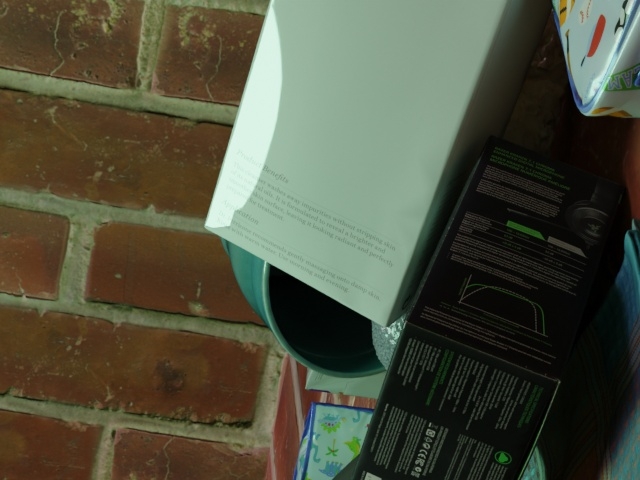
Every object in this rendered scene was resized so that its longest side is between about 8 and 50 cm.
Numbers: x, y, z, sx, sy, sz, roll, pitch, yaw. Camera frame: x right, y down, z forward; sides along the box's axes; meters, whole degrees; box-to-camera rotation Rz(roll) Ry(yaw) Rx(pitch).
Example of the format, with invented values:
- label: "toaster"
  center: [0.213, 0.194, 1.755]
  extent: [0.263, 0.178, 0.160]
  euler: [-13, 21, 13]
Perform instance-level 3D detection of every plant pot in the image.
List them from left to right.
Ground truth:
- label: "plant pot"
  center: [0.000, 0.000, 2.036]
  extent: [0.255, 0.271, 0.272]
  euler: [32, 115, 58]

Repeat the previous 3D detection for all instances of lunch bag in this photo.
- label: "lunch bag"
  center: [0.036, 0.298, 2.282]
  extent: [0.096, 0.128, 0.151]
  euler: [-99, 18, -66]
- label: "lunch bag"
  center: [0.263, -0.235, 1.204]
  extent: [0.243, 0.114, 0.303]
  euler: [-95, 16, -53]

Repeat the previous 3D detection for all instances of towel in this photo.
- label: "towel"
  center: [0.219, 0.195, 1.324]
  extent: [0.370, 0.040, 0.271]
  euler: [107, 170, -50]

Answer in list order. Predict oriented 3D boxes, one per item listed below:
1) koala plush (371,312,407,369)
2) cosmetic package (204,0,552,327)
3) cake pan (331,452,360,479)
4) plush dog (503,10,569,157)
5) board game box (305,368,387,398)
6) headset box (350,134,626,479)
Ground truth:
- label: "koala plush"
  center: [0.108, 0.064, 1.843]
  extent: [0.196, 0.203, 0.221]
  euler: [-101, 9, -71]
- label: "cosmetic package"
  center: [0.060, -0.145, 1.473]
  extent: [0.156, 0.217, 0.385]
  euler: [-34, -30, -57]
- label: "cake pan"
  center: [0.039, 0.315, 1.894]
  extent: [0.293, 0.054, 0.293]
  euler: [-45, 3, 3]
- label: "plush dog"
  center: [0.116, -0.111, 1.638]
  extent: [0.211, 0.225, 0.262]
  euler: [-73, -1, -46]
- label: "board game box"
  center: [0.068, 0.062, 2.252]
  extent: [0.144, 0.142, 0.275]
  euler: [110, 166, -60]
- label: "headset box"
  center: [0.141, 0.086, 1.405]
  extent: [0.283, 0.131, 0.246]
  euler: [-62, -9, -48]
